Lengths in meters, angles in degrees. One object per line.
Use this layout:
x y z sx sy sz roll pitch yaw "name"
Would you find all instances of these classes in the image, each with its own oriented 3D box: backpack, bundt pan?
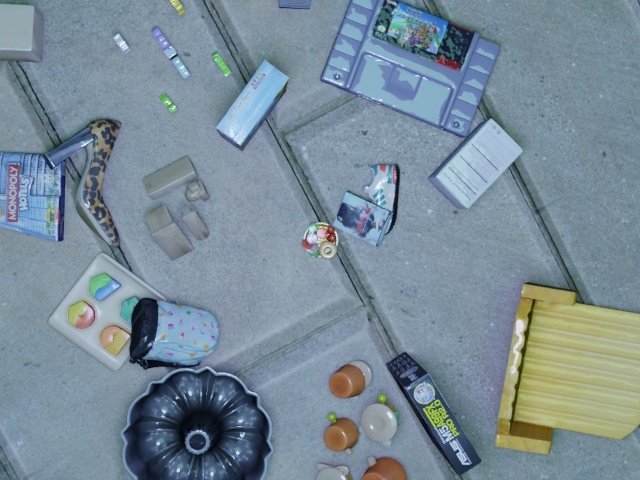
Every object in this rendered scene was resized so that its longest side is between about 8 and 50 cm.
-0.313 0.206 1.777 0.182 0.115 0.152 18 54 -28 "backpack"
-0.266 0.430 1.813 0.330 0.124 0.331 0 91 -4 "bundt pan"

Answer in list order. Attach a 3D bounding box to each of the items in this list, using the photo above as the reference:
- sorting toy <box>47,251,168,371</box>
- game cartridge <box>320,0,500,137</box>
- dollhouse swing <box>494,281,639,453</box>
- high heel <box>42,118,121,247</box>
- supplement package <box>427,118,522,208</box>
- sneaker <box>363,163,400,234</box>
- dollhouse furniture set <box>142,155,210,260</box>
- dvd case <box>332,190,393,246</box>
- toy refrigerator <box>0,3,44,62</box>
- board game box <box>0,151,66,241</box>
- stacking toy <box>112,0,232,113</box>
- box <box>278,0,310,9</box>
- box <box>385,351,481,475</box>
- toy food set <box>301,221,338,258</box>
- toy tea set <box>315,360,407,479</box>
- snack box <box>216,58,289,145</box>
-0.475 0.161 1.832 0.193 0.038 0.208 37 90 -4 "sorting toy"
0.203 -0.401 1.842 0.355 0.068 0.230 21 95 -4 "game cartridge"
0.567 0.290 1.786 0.304 0.315 0.347 11 91 16 "dollhouse swing"
-0.463 -0.130 1.811 0.186 0.093 0.261 -38 112 -26 "high heel"
0.343 -0.169 1.834 0.105 0.105 0.179 44 90 -4 "supplement package"
0.135 -0.095 1.857 0.075 0.057 0.161 6 95 16 "sneaker"
-0.314 -0.071 1.838 0.144 0.123 0.151 -28 59 -2 "dollhouse furniture set"
0.095 -0.048 1.840 0.119 0.013 0.087 26 105 17 "dvd case"
-0.744 -0.449 1.767 0.269 0.094 0.102 1 85 -4 "toy refrigerator"
-0.665 -0.098 1.800 0.194 0.060 0.194 2 92 -4 "board game box"
-0.328 -0.412 1.812 0.167 0.052 0.221 -37 94 -1 "stacking toy"
-0.057 -0.579 1.777 0.072 0.137 0.126 -1 92 -2 "box"
0.236 0.364 1.767 0.060 0.270 0.216 -32 94 -3 "box"
0.000 0.000 1.863 0.082 0.020 0.083 8 92 -4 "toy food set"
0.103 0.443 1.861 0.200 0.124 0.336 7 96 26 "toy tea set"
-0.145 -0.282 1.749 0.070 0.207 0.174 36 89 -4 "snack box"
